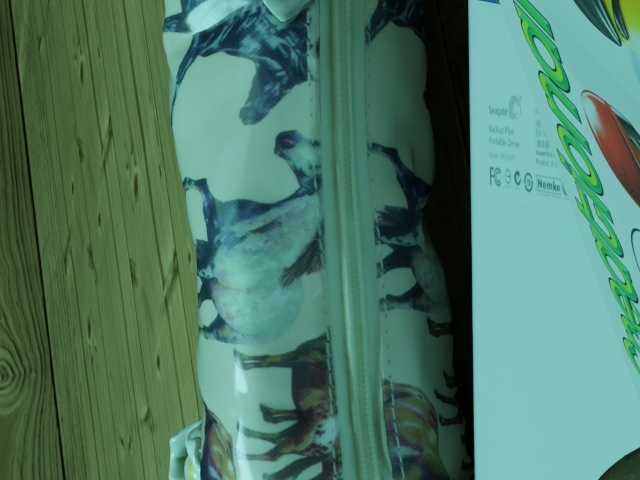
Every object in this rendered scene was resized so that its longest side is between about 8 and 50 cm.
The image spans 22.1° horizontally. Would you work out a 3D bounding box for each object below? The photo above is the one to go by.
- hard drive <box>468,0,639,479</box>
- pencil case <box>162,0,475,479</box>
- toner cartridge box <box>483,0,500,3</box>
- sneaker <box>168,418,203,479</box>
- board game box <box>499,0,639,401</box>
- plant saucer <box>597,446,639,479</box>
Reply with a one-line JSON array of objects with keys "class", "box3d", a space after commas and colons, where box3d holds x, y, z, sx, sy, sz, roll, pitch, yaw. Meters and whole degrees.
[{"class": "hard drive", "box3d": [0.120, 0.039, 0.700, 0.210, 0.040, 0.319, -158, 66, -71]}, {"class": "pencil case", "box3d": [0.000, 0.000, 0.881, 0.183, 0.160, 0.410, 124, 142, -86]}, {"class": "toner cartridge box", "box3d": [0.128, -0.141, 0.492, 0.348, 0.075, 0.165, -148, 64, -64]}, {"class": "sneaker", "box3d": [-0.048, 0.174, 1.193, 0.228, 0.092, 0.087, 174, 93, -72]}, {"class": "board game box", "box3d": [0.123, 0.019, 0.385, 0.193, 0.053, 0.305, 55, 176, 42]}, {"class": "plant saucer", "box3d": [0.139, 0.169, 0.581, 0.198, 0.036, 0.199, 13, 106, 54]}]
